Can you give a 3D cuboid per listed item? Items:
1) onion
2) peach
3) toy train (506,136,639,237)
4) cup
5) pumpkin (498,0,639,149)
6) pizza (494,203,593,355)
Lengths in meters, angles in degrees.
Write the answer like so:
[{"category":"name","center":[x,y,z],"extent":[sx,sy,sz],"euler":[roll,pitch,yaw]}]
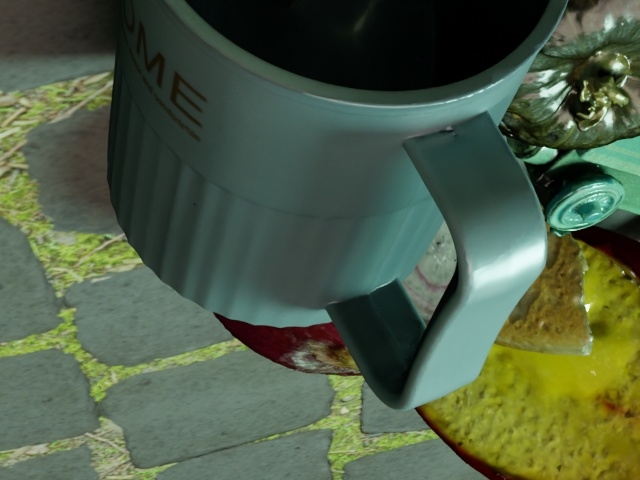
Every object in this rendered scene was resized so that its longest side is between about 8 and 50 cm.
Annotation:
[{"category":"onion","center":[-0.004,0.002,1.450],"extent":[0.206,0.216,0.207],"euler":[15,147,-39]},{"category":"peach","center":[0.211,0.102,1.683],"extent":[0.338,0.281,0.281],"euler":[28,132,-28]},{"category":"toy train","center":[0.297,-0.087,1.546],"extent":[0.298,0.120,0.194],"euler":[12,136,-43]},{"category":"cup","center":[0.022,-0.095,1.177],"extent":[0.257,0.331,0.311],"euler":[-52,172,-29]},{"category":"pumpkin","center":[0.197,-0.160,1.304],"extent":[0.238,0.159,0.238],"euler":[-9,155,-4]},{"category":"pizza","center":[0.156,0.011,1.580],"extent":[0.182,0.161,0.062],"euler":[10,-167,16]}]
